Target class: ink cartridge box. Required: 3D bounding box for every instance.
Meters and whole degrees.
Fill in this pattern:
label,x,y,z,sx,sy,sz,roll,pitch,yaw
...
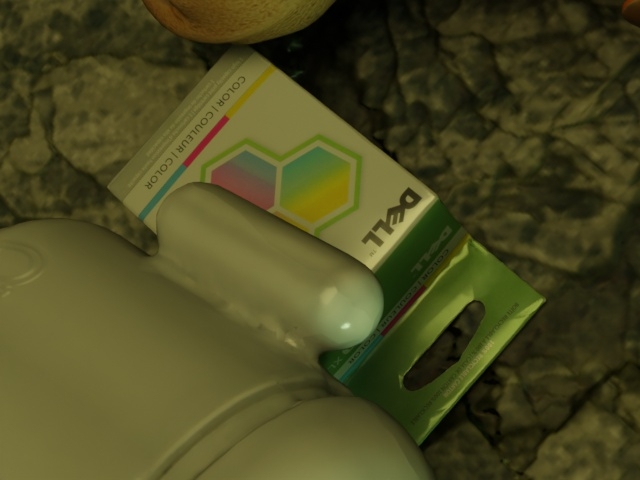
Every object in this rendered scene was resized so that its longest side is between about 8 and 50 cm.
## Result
label,x,y,z,sx,sy,sz,roll,pitch,yaw
ink cartridge box,0.000,0.000,0.823,0.209,0.062,0.109,41,89,27

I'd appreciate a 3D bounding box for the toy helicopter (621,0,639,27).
label,x,y,z,sx,sy,sz,roll,pitch,yaw
toy helicopter,0.292,-0.168,0.729,0.355,0.140,0.235,22,84,23

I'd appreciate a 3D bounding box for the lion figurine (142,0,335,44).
label,x,y,z,sx,sy,sz,roll,pitch,yaw
lion figurine,0.017,-0.195,0.791,0.392,0.142,0.240,-41,47,37

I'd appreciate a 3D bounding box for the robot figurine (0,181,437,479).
label,x,y,z,sx,sy,sz,roll,pitch,yaw
robot figurine,-0.085,0.122,0.730,0.353,0.200,0.300,30,97,31
